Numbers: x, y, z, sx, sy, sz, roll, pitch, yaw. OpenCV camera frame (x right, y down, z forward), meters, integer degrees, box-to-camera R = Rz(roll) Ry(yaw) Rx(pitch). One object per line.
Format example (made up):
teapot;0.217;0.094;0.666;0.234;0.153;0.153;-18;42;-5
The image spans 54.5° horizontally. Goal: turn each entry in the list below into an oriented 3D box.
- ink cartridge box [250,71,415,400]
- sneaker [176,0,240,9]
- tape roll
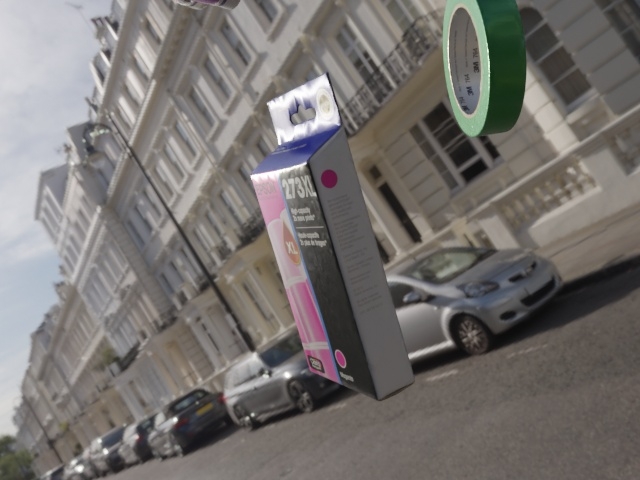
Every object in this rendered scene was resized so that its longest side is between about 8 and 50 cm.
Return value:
ink cartridge box;0.000;0.000;0.761;0.069;0.371;0.175;-18;9;-26
sneaker;-0.211;-0.370;0.819;0.161;0.102;0.282;1;18;-25
tape roll;0.340;-0.385;1.323;0.077;0.321;0.321;-9;-7;-2
